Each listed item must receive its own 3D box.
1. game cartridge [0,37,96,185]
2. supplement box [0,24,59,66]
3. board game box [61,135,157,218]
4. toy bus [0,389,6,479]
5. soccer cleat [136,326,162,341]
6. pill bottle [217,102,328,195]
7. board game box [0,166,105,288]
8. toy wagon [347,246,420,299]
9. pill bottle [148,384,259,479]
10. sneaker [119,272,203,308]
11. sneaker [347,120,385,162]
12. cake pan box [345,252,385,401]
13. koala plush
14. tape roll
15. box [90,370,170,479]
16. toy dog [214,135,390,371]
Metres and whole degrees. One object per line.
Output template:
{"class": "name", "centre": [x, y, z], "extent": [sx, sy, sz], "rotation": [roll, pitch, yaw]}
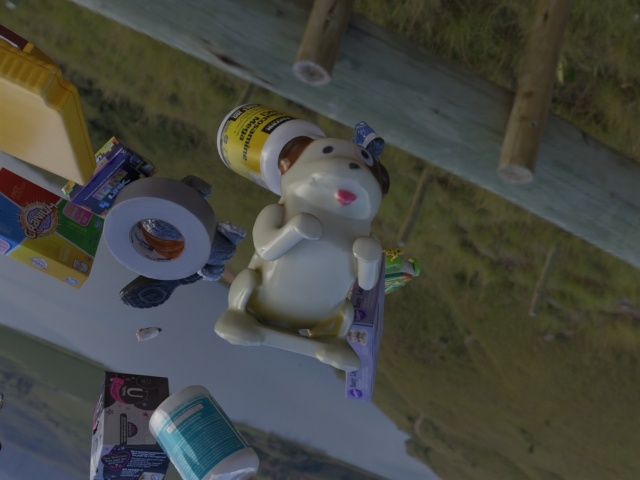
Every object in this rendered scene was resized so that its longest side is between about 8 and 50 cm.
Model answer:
{"class": "game cartridge", "centre": [-0.437, -0.193, 0.844], "extent": [0.324, 0.052, 0.285], "rotation": [24, 162, -6]}
{"class": "supplement box", "centre": [-0.831, -0.444, 1.809], "extent": [0.194, 0.191, 0.129], "rotation": [32, 175, 12]}
{"class": "board game box", "centre": [-0.475, -0.139, 1.591], "extent": [0.048, 0.170, 0.141], "rotation": [47, -176, 24]}
{"class": "toy bus", "centre": [-0.560, 0.345, 1.040], "extent": [0.105, 0.190, 0.202], "rotation": [2, -159, 13]}
{"class": "soccer cleat", "centre": [-0.385, 0.208, 1.577], "extent": [0.036, 0.029, 0.083], "rotation": [-17, 177, 12]}
{"class": "pill bottle", "centre": [-0.095, -0.211, 1.678], "extent": [0.188, 0.187, 0.334], "rotation": [39, 174, -40]}
{"class": "board game box", "centre": [-0.768, -0.034, 1.920], "extent": [0.317, 0.242, 0.064], "rotation": [30, 124, -27]}
{"class": "toy wagon", "centre": [0.161, 0.106, 2.089], "extent": [0.267, 0.068, 0.344], "rotation": [-7, 164, -18]}
{"class": "pill bottle", "centre": [-0.226, 0.436, 1.437], "extent": [0.264, 0.146, 0.146], "rotation": [46, 172, 27]}
{"class": "sneaker", "centre": [-0.478, 0.104, 2.124], "extent": [0.130, 0.286, 0.109], "rotation": [55, 168, 43]}
{"class": "sneaker", "centre": [0.107, -0.224, 1.791], "extent": [0.081, 0.080, 0.211], "rotation": [58, 155, 18]}
{"class": "cake pan box", "centre": [0.106, 0.199, 1.618], "extent": [0.070, 0.245, 0.266], "rotation": [6, 131, 10]}
{"class": "koala plush", "centre": [-0.302, -0.014, 1.709], "extent": [0.221, 0.196, 0.203], "rotation": [35, -159, -2]}
{"class": "tape roll", "centre": [-0.325, -0.022, 1.435], "extent": [0.219, 0.072, 0.219], "rotation": [3, 131, 3]}
{"class": "box", "centre": [-0.442, 0.440, 1.636], "extent": [0.164, 0.142, 0.247], "rotation": [11, -154, -21]}
{"class": "toy dog", "centre": [0.000, 0.000, 1.388], "extent": [0.285, 0.407, 0.395], "rotation": [18, -172, -4]}
